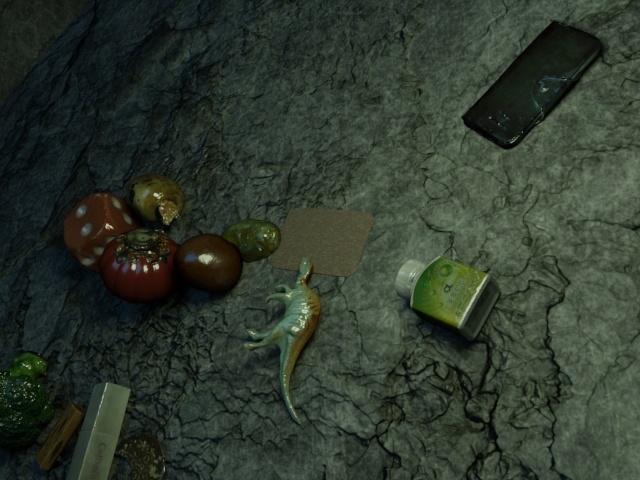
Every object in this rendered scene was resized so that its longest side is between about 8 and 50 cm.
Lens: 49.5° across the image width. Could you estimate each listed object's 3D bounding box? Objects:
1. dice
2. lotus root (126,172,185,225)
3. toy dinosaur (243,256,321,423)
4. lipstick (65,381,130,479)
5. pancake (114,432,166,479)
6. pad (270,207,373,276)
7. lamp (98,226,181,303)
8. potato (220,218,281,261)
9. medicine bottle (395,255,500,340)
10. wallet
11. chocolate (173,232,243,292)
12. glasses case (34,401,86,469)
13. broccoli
[{"bbox_3d":[-0.637,-0.019,2.041,0.175,0.174,0.179,-31,49,13],"label":"dice"},{"bbox_3d":[-0.485,-0.126,2.016,0.257,0.154,0.140,22,98,48],"label":"lotus root"},{"bbox_3d":[-0.084,0.220,1.589,0.205,0.092,0.393,-22,50,16],"label":"toy dinosaur"},{"bbox_3d":[-0.560,0.539,1.703,0.080,0.076,0.371,-20,52,46],"label":"lipstick"},{"bbox_3d":[-0.440,0.556,1.661,0.184,0.020,0.190,-9,57,29],"label":"pancake"},{"bbox_3d":[0.000,0.000,1.717,0.266,0.002,0.176,5,66,36],"label":"pad"},{"bbox_3d":[-0.478,0.074,1.864,0.227,0.227,0.227,-17,55,25],"label":"lamp"},{"bbox_3d":[-0.194,-0.010,1.819,0.198,0.054,0.119,14,75,40],"label":"potato"},{"bbox_3d":[0.252,0.108,1.425,0.188,0.088,0.132,22,77,40],"label":"medicine bottle"},{"bbox_3d":[0.482,-0.359,1.587,0.318,0.045,0.172,-47,46,2],"label":"wallet"},{"bbox_3d":[-0.291,0.061,1.759,0.177,0.177,0.177,-17,55,25],"label":"chocolate"},{"bbox_3d":[-0.686,0.518,1.835,0.064,0.041,0.170,19,75,51],"label":"glasses case"},{"bbox_3d":[-0.868,0.435,1.894,0.297,0.297,0.297,-29,20,16],"label":"broccoli"}]
